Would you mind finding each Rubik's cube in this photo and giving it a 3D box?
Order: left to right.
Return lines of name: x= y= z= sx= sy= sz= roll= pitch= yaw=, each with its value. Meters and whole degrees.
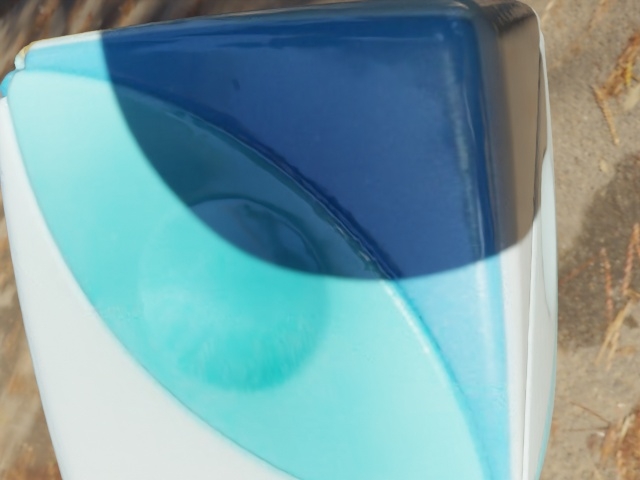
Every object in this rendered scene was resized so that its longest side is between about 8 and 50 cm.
Rubik's cube: x=0.000 y=0.000 z=0.710 sx=0.348 sy=0.352 sz=0.351 roll=-2 pitch=99 yaw=18
